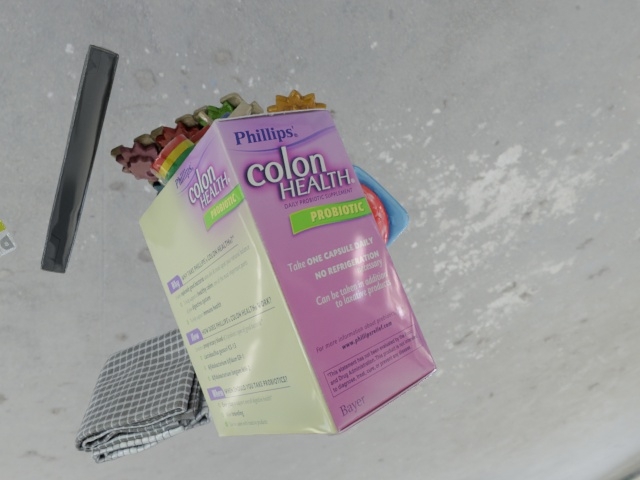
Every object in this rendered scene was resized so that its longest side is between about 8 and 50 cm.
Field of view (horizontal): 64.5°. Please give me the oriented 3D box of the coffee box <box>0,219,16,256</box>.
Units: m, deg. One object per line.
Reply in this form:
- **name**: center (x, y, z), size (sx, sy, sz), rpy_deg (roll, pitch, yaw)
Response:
- **coffee box**: center (-0.900, -0.047, 1.053), size (0.337, 0.338, 0.335), rpy_deg (-34, 108, -30)

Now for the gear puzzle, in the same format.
- **gear puzzle**: center (-0.138, -0.131, 0.769), size (0.338, 0.044, 0.175), rpy_deg (-18, 145, 21)

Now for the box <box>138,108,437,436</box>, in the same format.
- **box**: center (-0.047, 0.041, 0.472), size (0.117, 0.243, 0.213), rpy_deg (-18, 172, -38)

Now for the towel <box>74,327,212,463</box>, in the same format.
- **towel**: center (-0.369, 0.323, 1.102), size (0.283, 0.235, 0.121), rpy_deg (-22, 122, 10)

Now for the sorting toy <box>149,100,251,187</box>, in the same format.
- **sorting toy**: center (-0.148, -0.102, 0.617), size (0.132, 0.046, 0.274), rpy_deg (-52, -175, -15)

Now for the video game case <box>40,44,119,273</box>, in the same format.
- **video game case**: center (-0.329, -0.128, 0.696), size (0.035, 0.248, 0.275), rpy_deg (13, 104, -27)

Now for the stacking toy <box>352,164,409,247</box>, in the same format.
- **stacking toy**: center (0.000, 0.000, 0.820), size (0.175, 0.165, 0.302), rpy_deg (-52, 170, 31)
